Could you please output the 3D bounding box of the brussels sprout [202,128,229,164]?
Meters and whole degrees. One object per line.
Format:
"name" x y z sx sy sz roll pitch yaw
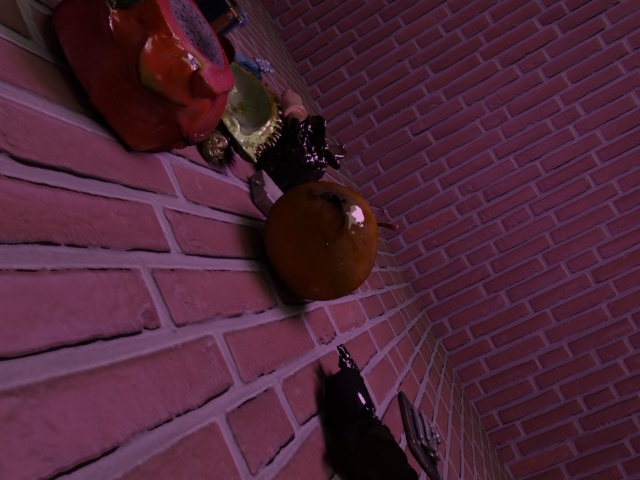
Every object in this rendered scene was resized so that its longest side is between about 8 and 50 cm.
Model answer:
"brussels sprout" -0.215 -0.197 1.024 0.085 0.058 0.085 162 -90 -89

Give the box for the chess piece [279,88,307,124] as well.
"chess piece" -0.107 -0.507 1.990 0.117 0.117 0.397 51 14 -39

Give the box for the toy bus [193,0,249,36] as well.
"toy bus" -0.320 -0.703 1.507 0.167 0.138 0.275 53 14 -27

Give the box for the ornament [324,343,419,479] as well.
"ornament" 0.083 0.347 0.957 0.251 0.106 0.260 63 2 -26

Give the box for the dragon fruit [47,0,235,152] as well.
"dragon fruit" -0.251 -0.287 0.763 0.291 0.189 0.291 56 13 -20

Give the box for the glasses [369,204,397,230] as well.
"glasses" 0.076 -0.076 1.447 0.234 0.268 0.118 38 45 -65

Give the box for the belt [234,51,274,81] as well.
"belt" -0.240 -0.599 1.690 0.065 0.100 0.179 59 15 10

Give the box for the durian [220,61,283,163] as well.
"durian" -0.230 -0.321 1.127 0.198 0.163 0.394 -19 73 -51

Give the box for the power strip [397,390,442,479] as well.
"power strip" 0.303 0.556 1.411 0.198 0.064 0.213 57 12 -25

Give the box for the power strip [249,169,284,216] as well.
"power strip" -0.073 -0.045 1.274 0.367 0.043 0.106 50 17 -43

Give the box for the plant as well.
"plant" -0.053 -0.229 1.347 0.204 0.234 0.178 51 21 -59

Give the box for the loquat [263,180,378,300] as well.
"loquat" 0.000 0.000 1.060 0.263 0.263 0.263 56 14 -21
